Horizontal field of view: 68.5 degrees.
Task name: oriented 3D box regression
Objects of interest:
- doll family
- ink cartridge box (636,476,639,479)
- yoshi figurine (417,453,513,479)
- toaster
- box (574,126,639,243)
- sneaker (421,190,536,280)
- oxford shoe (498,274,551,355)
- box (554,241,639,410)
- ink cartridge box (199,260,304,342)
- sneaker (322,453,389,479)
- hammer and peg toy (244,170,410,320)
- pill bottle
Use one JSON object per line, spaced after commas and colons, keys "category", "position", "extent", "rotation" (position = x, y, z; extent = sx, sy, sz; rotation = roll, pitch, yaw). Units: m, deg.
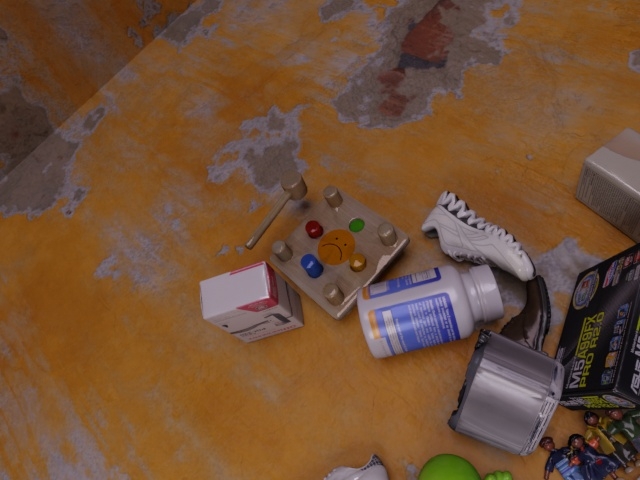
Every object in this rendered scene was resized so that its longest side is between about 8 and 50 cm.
{"category": "doll family", "position": [0.463, 0.353, 0.798], "extent": [0.192, 0.076, 0.111], "rotation": [-37, 60, 1]}
{"category": "ink cartridge box", "position": [0.494, 0.461, 0.676], "extent": [0.181, 0.224, 0.056], "rotation": [52, 124, 34]}
{"category": "yoshi figurine", "position": [0.289, 0.463, 0.735], "extent": [0.361, 0.204, 0.203], "rotation": [13, 59, 28]}
{"category": "toaster", "position": [0.326, 0.263, 0.825], "extent": [0.146, 0.227, 0.129], "rotation": [20, 29, 22]}
{"category": "box", "position": [0.675, -0.065, 0.917], "extent": [0.121, 0.148, 0.311], "rotation": [-36, 57, -3]}
{"category": "sneaker", "position": [0.339, 0.009, 1.028], "extent": [0.118, 0.110, 0.292], "rotation": [-46, 44, 3]}
{"category": "oxford shoe", "position": [0.399, 0.169, 0.923], "extent": [0.096, 0.083, 0.228], "rotation": [6, 63, 27]}
{"category": "box", "position": [0.498, 0.153, 0.811], "extent": [0.060, 0.216, 0.270], "rotation": [25, 71, 6]}
{"category": "ink cartridge box", "position": [-0.147, 0.146, 1.057], "extent": [0.158, 0.218, 0.092], "rotation": [-18, 62, 10]}
{"category": "sneaker", "position": [0.022, 0.490, 0.887], "extent": [0.234, 0.090, 0.095], "rotation": [-22, 43, 3]}
{"category": "hammer and peg toy", "position": [0.000, 0.000, 1.143], "extent": [0.361, 0.127, 0.266], "rotation": [37, 80, 33]}
{"category": "pill bottle", "position": [0.222, 0.138, 0.963], "extent": [0.271, 0.152, 0.153], "rotation": [-16, 57, 11]}
